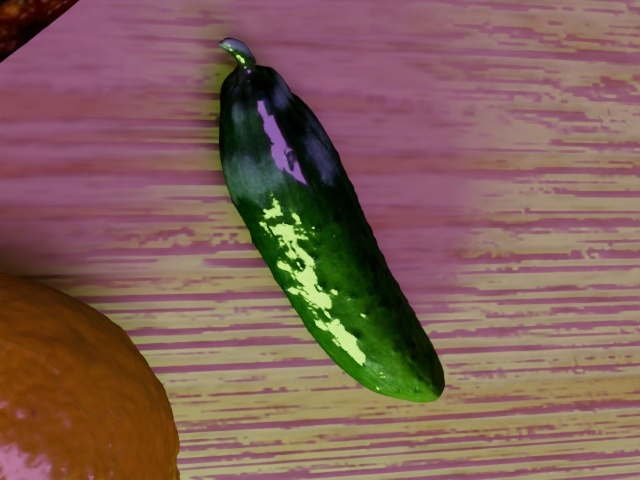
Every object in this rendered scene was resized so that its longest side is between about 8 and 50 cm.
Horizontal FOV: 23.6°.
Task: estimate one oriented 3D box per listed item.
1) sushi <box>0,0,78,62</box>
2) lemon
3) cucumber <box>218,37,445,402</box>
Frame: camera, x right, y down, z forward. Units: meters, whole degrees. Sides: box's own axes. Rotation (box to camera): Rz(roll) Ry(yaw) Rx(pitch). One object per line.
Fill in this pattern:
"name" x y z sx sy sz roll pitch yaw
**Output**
"sushi" -0.154 -0.129 0.540 0.225 0.136 0.126 -35 129 6
"lemon" -0.135 0.089 0.667 0.187 0.142 0.142 29 103 -40
"cucumber" 0.000 0.000 0.730 0.056 0.056 0.250 -32 127 -4
